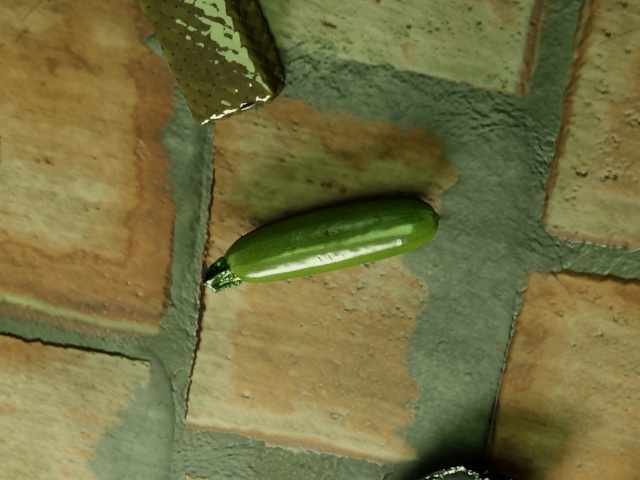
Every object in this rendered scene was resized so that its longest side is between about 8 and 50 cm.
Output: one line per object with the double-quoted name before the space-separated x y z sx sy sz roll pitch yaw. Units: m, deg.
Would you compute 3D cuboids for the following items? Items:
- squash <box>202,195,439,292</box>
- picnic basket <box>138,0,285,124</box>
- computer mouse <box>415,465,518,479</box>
"squash" 0.000 0.000 1.582 0.252 0.066 0.066 -12 112 15
"picnic basket" -0.113 -0.206 1.515 0.110 0.055 0.193 -18 112 18
"computer mouse" 0.145 0.318 1.694 0.241 0.077 0.147 -27 88 28
